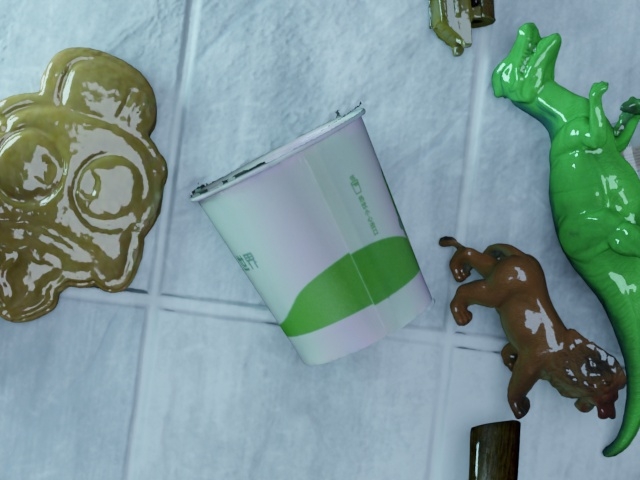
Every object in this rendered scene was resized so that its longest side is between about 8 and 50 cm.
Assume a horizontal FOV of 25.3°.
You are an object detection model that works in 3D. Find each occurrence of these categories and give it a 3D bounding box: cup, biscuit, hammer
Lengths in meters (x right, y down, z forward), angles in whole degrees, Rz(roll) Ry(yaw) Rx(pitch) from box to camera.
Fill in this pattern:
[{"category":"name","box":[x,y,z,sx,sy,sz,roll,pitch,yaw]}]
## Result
[{"category":"cup","box":[0.000,0.000,1.808,0.253,0.253,0.274,-27,96,-6]},{"category":"biscuit","box":[-0.342,-0.071,1.870,0.269,0.051,0.376,18,85,-3]},{"category":"hammer","box":[0.206,0.418,1.784,0.242,0.095,0.409,6,69,0]}]

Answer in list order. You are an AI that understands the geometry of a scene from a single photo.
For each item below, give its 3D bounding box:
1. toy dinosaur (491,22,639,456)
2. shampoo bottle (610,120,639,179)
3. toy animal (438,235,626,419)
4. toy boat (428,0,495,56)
[{"category":"toy dinosaur","box":[0.323,0.005,1.900,0.374,0.144,0.500,34,120,34]},{"category":"shampoo bottle","box":[0.424,-0.066,1.929,0.074,0.074,0.192,-15,90,-6]},{"category":"toy animal","box":[0.278,0.109,1.860,0.157,0.097,0.312,-31,89,31]},{"category":"toy boat","box":[0.189,-0.365,1.931,0.088,0.068,0.226,-2,84,-11]}]
